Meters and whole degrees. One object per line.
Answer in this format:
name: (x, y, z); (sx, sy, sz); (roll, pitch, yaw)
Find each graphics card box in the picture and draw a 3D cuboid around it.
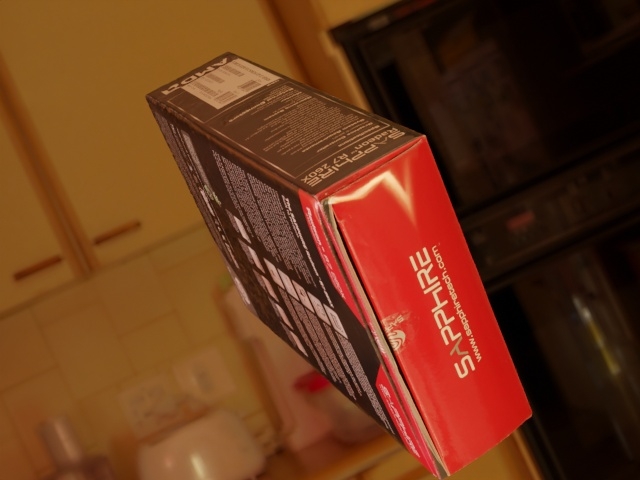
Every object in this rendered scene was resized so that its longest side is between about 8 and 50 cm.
graphics card box: (0.000, 0.000, 1.008); (0.094, 0.232, 0.371); (-31, 25, -14)
